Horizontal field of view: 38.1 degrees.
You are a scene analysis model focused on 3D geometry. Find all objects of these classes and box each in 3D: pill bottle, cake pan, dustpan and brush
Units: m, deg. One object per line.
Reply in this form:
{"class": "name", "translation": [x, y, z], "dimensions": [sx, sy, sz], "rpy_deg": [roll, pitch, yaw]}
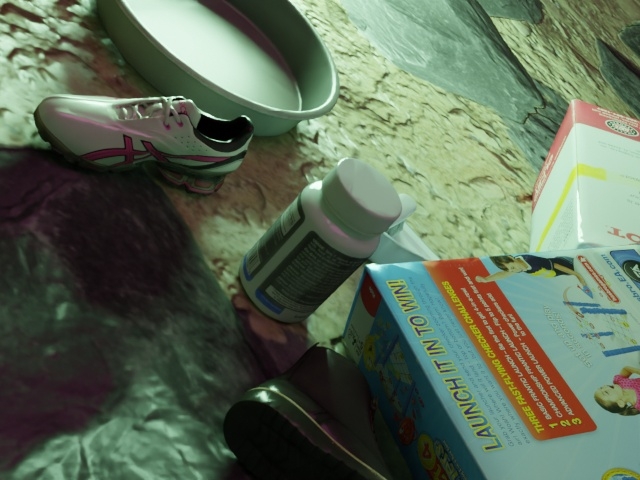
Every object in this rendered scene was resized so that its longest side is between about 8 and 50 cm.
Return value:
{"class": "pill bottle", "translation": [0.000, 0.000, 0.768], "dimensions": [0.078, 0.137, 0.078], "rpy_deg": [29, 35, -23]}
{"class": "cake pan", "translation": [-0.111, -0.221, 0.981], "dimensions": [0.293, 0.054, 0.293], "rpy_deg": [29, 35, -23]}
{"class": "dustpan and brush", "translation": [0.056, -0.016, 0.921], "dimensions": [0.147, 0.060, 0.211], "rpy_deg": [48, 32, 7]}

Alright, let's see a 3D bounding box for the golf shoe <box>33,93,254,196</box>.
{"class": "golf shoe", "translation": [-0.143, -0.097, 0.773], "dimensions": [0.186, 0.086, 0.067], "rpy_deg": [10, 46, -40]}

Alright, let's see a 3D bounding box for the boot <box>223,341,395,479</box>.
{"class": "boot", "translation": [0.037, 0.162, 0.688], "dimensions": [0.198, 0.077, 0.137], "rpy_deg": [47, 27, 3]}

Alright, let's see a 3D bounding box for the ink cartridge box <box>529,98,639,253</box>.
{"class": "ink cartridge box", "translation": [0.403, 0.012, 1.109], "dimensions": [0.279, 0.160, 0.384], "rpy_deg": [21, 33, 2]}

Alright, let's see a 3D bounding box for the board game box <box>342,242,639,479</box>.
{"class": "board game box", "translation": [0.215, 0.140, 0.754], "dimensions": [0.302, 0.086, 0.308], "rpy_deg": [-4, 42, -23]}
